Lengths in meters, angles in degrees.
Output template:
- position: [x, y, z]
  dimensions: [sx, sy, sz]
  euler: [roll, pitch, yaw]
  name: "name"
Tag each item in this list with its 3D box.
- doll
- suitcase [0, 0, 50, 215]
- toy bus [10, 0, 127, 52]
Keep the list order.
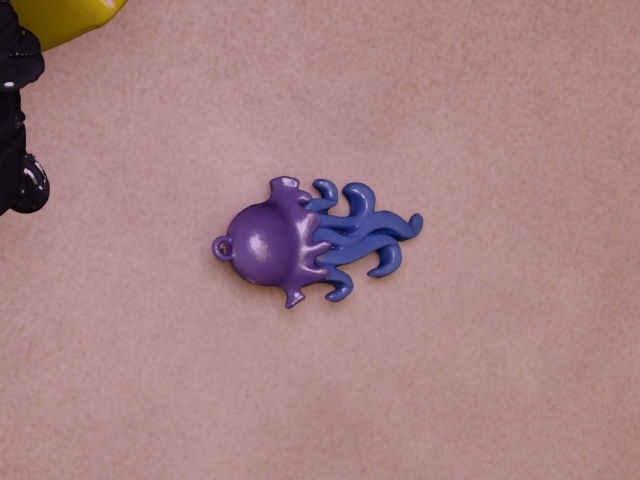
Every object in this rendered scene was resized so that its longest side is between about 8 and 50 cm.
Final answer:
- position: [0.000, 0.000, 1.662]
  dimensions: [0.206, 0.067, 0.110]
  euler: [-4, 81, -30]
  name: "doll"
- position: [-0.397, -0.071, 1.334]
  dimensions: [0.345, 0.339, 0.188]
  euler: [-47, 148, -47]
  name: "suitcase"
- position: [-0.285, -0.353, 1.417]
  dimensions: [0.440, 0.209, 0.249]
  euler: [48, 62, -22]
  name: "toy bus"
